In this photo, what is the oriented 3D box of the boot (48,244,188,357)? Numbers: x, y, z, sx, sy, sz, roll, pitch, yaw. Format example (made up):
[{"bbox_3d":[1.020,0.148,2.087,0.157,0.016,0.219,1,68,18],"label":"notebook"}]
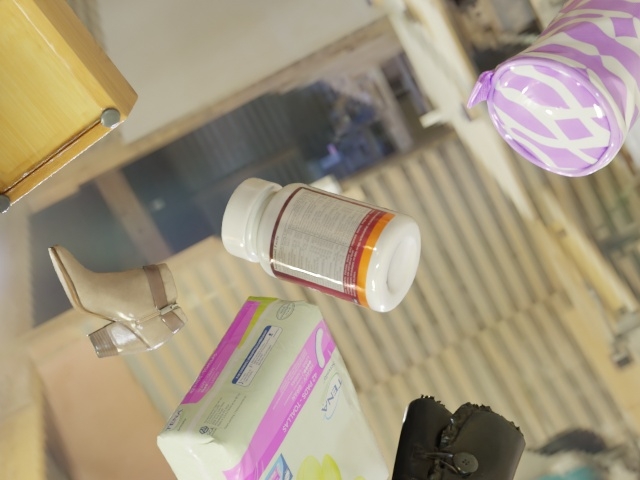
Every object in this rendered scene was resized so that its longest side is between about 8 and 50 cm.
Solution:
[{"bbox_3d":[-0.168,0.041,1.247,0.118,0.087,0.042,67,165,-15],"label":"boot"}]

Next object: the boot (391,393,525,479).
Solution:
[{"bbox_3d":[0.176,0.268,1.455,0.094,0.246,0.207,100,-167,-46],"label":"boot"}]

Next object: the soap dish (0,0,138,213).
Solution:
[{"bbox_3d":[-0.364,-0.183,1.620,0.291,0.229,0.118,54,180,-36],"label":"soap dish"}]

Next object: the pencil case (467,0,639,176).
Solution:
[{"bbox_3d":[0.171,-0.126,0.856,0.088,0.206,0.086,33,141,7],"label":"pencil case"}]

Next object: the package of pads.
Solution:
[{"bbox_3d":[-0.040,0.232,1.591,0.229,0.101,0.296,-58,-42,-41],"label":"package of pads"}]

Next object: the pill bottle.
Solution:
[{"bbox_3d":[0.000,0.000,1.768,0.221,0.121,0.121,17,159,25],"label":"pill bottle"}]
